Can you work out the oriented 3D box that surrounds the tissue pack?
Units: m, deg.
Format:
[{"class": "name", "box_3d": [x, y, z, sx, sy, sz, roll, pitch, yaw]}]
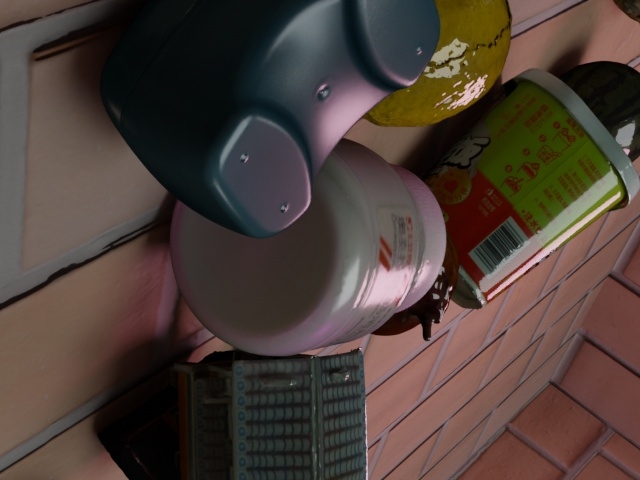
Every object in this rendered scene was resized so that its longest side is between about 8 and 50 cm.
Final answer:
[{"class": "tissue pack", "box_3d": [-0.055, -0.165, 0.960, 0.287, 0.206, 0.198, -52, 149, -7]}]

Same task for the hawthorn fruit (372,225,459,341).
[{"class": "hawthorn fruit", "box_3d": [0.095, 0.045, 1.482, 0.208, 0.248, 0.208, -24, 142, -21]}]

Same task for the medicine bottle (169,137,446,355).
[{"class": "medicine bottle", "box_3d": [0.000, 0.000, 1.240, 0.241, 0.241, 0.302, -60, 157, 16]}]

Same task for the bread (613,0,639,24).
[{"class": "bread", "box_3d": [0.619, -0.432, 1.903, 0.124, 0.186, 0.257, -57, 166, -1]}]

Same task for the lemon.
[{"class": "lemon", "box_3d": [0.099, -0.223, 1.170, 0.260, 0.204, 0.204, -18, 140, -40]}]

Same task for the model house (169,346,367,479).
[{"class": "model house", "box_3d": [-0.052, 0.231, 1.245, 0.198, 0.215, 0.224, -1, 91, -29]}]

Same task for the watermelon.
[{"class": "watermelon", "box_3d": [0.500, -0.220, 1.949, 0.212, 0.212, 0.212, -42, 156, -24]}]

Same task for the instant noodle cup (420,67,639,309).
[{"class": "instant noodle cup", "box_3d": [0.282, -0.065, 1.681, 0.308, 0.294, 0.294, -41, 156, -9]}]

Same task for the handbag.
[{"class": "handbag", "box_3d": [-0.155, 0.262, 1.401, 0.215, 0.169, 0.155, -36, -164, -28]}]
